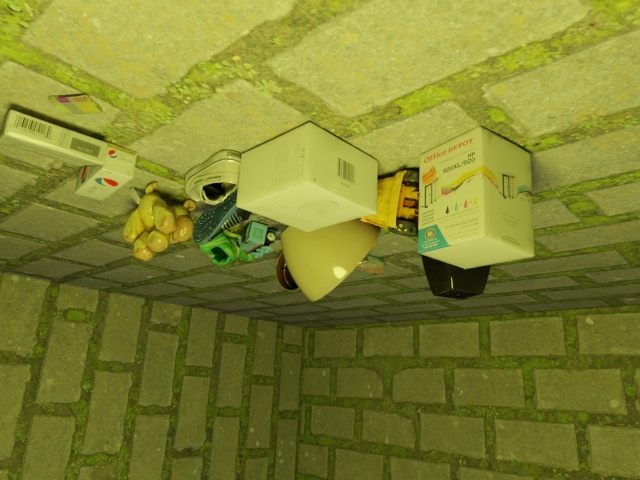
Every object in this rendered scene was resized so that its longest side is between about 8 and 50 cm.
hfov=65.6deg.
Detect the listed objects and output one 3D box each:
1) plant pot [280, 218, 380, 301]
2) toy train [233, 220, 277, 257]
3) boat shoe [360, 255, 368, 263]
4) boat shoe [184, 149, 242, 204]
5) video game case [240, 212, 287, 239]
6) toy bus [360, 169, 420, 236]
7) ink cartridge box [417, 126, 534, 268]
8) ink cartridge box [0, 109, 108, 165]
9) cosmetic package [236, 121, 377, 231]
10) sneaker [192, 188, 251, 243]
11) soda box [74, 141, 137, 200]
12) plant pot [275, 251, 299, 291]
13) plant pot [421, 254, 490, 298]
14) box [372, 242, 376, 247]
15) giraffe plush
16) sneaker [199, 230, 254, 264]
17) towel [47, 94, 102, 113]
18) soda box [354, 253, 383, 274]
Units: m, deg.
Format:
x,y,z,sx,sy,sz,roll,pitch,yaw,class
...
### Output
x,y,z,sx,sy,sz,roll,pitch,yaw,class
0.000,0.000,1.372,0.191,0.284,0.284,43,153,-8,plant pot
-0.208,0.000,1.576,0.105,0.080,0.184,21,159,-22,toy train
0.086,0.053,1.776,0.183,0.066,0.066,0,-179,30,boat shoe
-0.263,-0.132,1.212,0.096,0.088,0.267,16,158,-36,boat shoe
-0.153,-0.052,1.565,0.195,0.026,0.274,0,164,8,video game case
0.200,-0.079,1.245,0.220,0.150,0.211,14,173,-39,toy bus
0.321,-0.081,1.039,0.168,0.233,0.171,17,158,-32,ink cartridge box
-0.597,-0.217,1.094,0.189,0.066,0.232,16,179,-37,ink cartridge box
-0.027,-0.128,1.103,0.224,0.138,0.224,-15,156,41,cosmetic package
-0.248,-0.063,1.339,0.232,0.082,0.090,-39,149,26,sneaker
-0.520,-0.161,1.195,0.073,0.069,0.216,16,159,-38,soda box
-0.057,0.116,1.883,0.166,0.167,0.165,-9,166,35,plant pot
0.481,0.111,1.747,0.187,0.167,0.188,8,161,-17,plant pot
0.113,0.007,1.705,0.136,0.028,0.081,13,160,-23,box
-0.424,-0.048,1.371,0.181,0.210,0.170,-34,153,23,giraffe plush
-0.323,0.029,1.682,0.109,0.124,0.295,-6,161,25,sneaker
-0.472,-0.262,0.958,0.083,0.010,0.060,0,163,12,towel
0.159,0.085,1.888,0.183,0.063,0.058,18,158,-38,soda box
